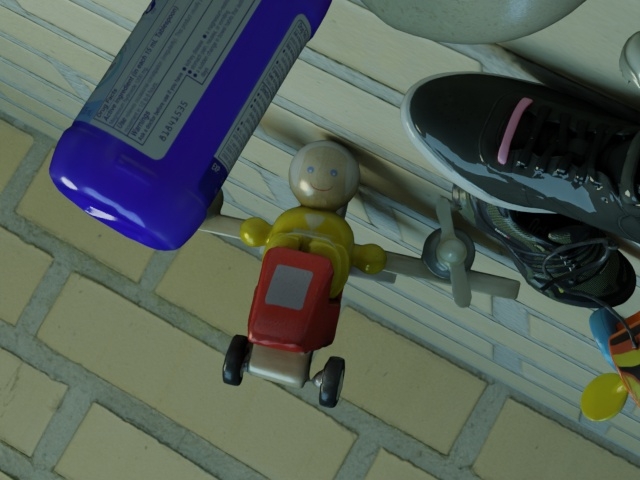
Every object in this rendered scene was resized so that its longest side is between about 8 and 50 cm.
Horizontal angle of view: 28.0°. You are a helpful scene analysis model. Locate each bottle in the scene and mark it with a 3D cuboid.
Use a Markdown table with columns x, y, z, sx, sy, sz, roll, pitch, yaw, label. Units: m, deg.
| x | y | z | sx | sy | sz | roll | pitch | yaw | label |
| --- | --- | --- | --- | --- | --- | --- | --- | --- | --- |
| -0.049 | -0.132 | 0.741 | 0.092 | 0.283 | 0.118 | 31 | 172 | -7 | bottle |

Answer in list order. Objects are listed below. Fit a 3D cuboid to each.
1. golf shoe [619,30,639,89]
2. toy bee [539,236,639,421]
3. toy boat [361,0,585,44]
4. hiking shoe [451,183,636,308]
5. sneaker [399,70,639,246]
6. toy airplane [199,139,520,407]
| x | y | z | sx | sy | sz | roll | pitch | yaw | label |
| --- | --- | --- | --- | --- | --- | --- | --- | --- | --- |
| 0.247 | -0.105 | 0.710 | 0.176 | 0.069 | 0.086 | 21 | 147 | 34 | golf shoe |
| 0.315 | 0.119 | 1.216 | 0.298 | 0.162 | 0.195 | 4 | 145 | -34 | toy bee |
| 0.118 | -0.160 | 0.584 | 0.318 | 0.148 | 0.267 | 36 | 168 | 12 | toy boat |
| 0.231 | 0.002 | 1.229 | 0.227 | 0.086 | 0.114 | 33 | 172 | -22 | hiking shoe |
| 0.203 | -0.064 | 0.921 | 0.296 | 0.104 | 0.147 | 24 | 169 | 2 | sneaker |
| 0.000 | 0.000 | 1.584 | 0.386 | 0.272 | 0.384 | -7 | -152 | -34 | toy airplane |
